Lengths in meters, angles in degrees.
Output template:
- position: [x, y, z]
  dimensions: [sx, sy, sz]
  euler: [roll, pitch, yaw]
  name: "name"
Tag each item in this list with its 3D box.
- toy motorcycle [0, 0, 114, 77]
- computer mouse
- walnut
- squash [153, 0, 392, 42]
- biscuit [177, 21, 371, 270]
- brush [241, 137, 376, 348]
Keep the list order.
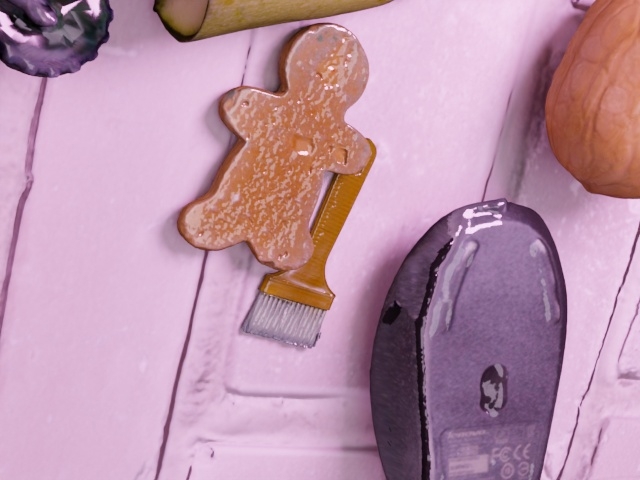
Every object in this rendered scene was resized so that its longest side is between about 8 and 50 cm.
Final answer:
- position: [-0.229, -0.284, 0.769]
  dimensions: [0.188, 0.143, 0.326]
  euler: [3, 99, -26]
  name: "toy motorcycle"
- position: [0.147, 0.136, 1.109]
  dimensions: [0.203, 0.114, 0.373]
  euler: [1, 100, -23]
  name: "computer mouse"
- position: [0.318, -0.146, 1.052]
  dimensions: [0.193, 0.193, 0.225]
  euler: [27, 94, -30]
  name: "walnut"
- position: [0.007, -0.251, 0.910]
  dimensions: [0.288, 0.137, 0.137]
  euler: [-15, 113, -27]
  name: "squash"
- position: [-0.028, -0.087, 0.992]
  dimensions: [0.153, 0.030, 0.234]
  euler: [18, 99, -27]
  name: "biscuit"
- position: [0.000, 0.000, 1.051]
  dimensions: [0.083, 0.010, 0.218]
  euler: [19, 98, -29]
  name: "brush"
